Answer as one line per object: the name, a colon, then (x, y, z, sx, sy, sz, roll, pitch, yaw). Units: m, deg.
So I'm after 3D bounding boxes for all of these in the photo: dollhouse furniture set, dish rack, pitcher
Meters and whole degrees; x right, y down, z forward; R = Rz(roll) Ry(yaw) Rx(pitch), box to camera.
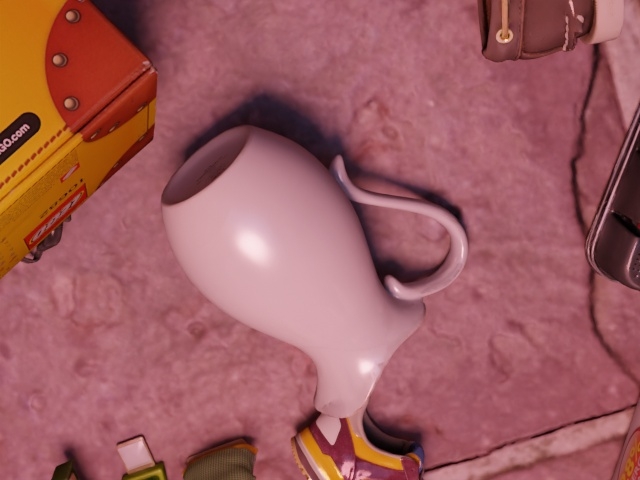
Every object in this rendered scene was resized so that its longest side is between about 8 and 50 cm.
dollhouse furniture set: (-0.126, 0.179, 1.032, 0.151, 0.076, 0.059, -20, 106, 5)
dish rack: (0.358, -0.026, 0.992, 0.271, 0.074, 0.208, 17, 106, -8)
pitcher: (0.000, 0.000, 0.973, 0.178, 0.125, 0.207, -46, 114, -10)

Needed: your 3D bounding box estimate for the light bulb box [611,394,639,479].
light bulb box: (0.387, 0.345, 1.017, 0.361, 0.225, 0.358, 13, 105, -6)

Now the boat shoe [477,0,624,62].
boat shoe: (0.124, -0.279, 0.891, 0.096, 0.116, 0.324, -15, 112, 0)

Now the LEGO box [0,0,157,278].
LEGO box: (-0.400, -0.047, 0.776, 0.500, 0.193, 0.372, -44, 89, -12)

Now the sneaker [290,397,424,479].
sneaker: (0.060, 0.206, 1.043, 0.084, 0.069, 0.185, -38, 99, 6)

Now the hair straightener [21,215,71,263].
hair straightener: (-0.227, -0.091, 0.974, 0.089, 0.047, 0.230, 1, 110, -2)
